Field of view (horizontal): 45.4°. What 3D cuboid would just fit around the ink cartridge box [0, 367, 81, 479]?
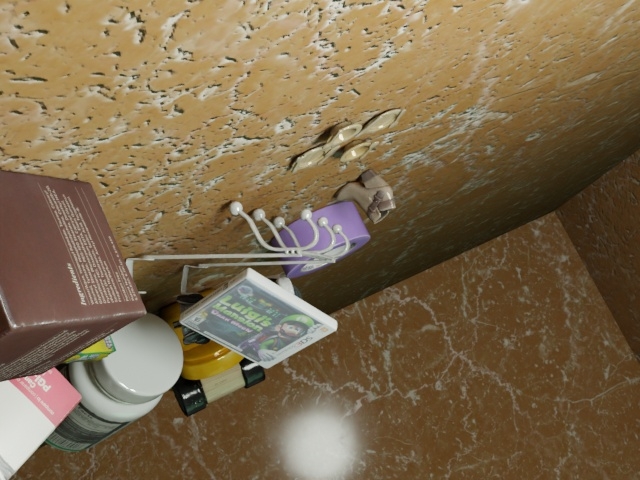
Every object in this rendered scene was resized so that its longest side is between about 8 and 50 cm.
[{"bbox_3d":[-0.522,0.310,1.132,0.207,0.117,0.283,-24,-160,43],"label":"ink cartridge box"}]

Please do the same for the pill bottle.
[{"bbox_3d":[-0.440,0.288,1.562,0.204,0.204,0.361,-14,164,-47],"label":"pill bottle"}]

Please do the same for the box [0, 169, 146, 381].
[{"bbox_3d":[-0.320,0.041,0.768,0.168,0.167,0.203,-29,169,17],"label":"box"}]

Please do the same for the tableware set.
[{"bbox_3d":[0.041,-0.143,1.120,0.168,0.020,0.141,-18,166,-35],"label":"tableware set"}]

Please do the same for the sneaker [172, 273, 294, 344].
[{"bbox_3d":[-0.157,0.126,1.309,0.153,0.101,0.268,-3,167,-32],"label":"sneaker"}]

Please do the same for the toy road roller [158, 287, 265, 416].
[{"bbox_3d":[-0.278,0.213,1.739,0.202,0.241,0.329,-22,-154,-19],"label":"toy road roller"}]

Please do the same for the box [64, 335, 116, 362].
[{"bbox_3d":[-0.396,0.145,1.253,0.043,0.105,0.179,-26,170,5],"label":"box"}]

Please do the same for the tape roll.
[{"bbox_3d":[0.000,0.000,1.547,0.189,0.080,0.189,-25,168,-6],"label":"tape roll"}]

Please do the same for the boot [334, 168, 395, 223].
[{"bbox_3d":[0.081,-0.070,1.378,0.042,0.087,0.118,-18,167,-44],"label":"boot"}]

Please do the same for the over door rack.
[{"bbox_3d":[-0.135,0.010,1.267,0.324,0.108,0.239,-14,172,13],"label":"over door rack"}]

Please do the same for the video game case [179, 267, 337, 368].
[{"bbox_3d":[-0.099,0.131,1.227,0.190,0.022,0.173,34,129,-30],"label":"video game case"}]

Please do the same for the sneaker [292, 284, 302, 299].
[{"bbox_3d":[-0.186,0.219,2.100,0.297,0.111,0.129,-23,175,-7],"label":"sneaker"}]
